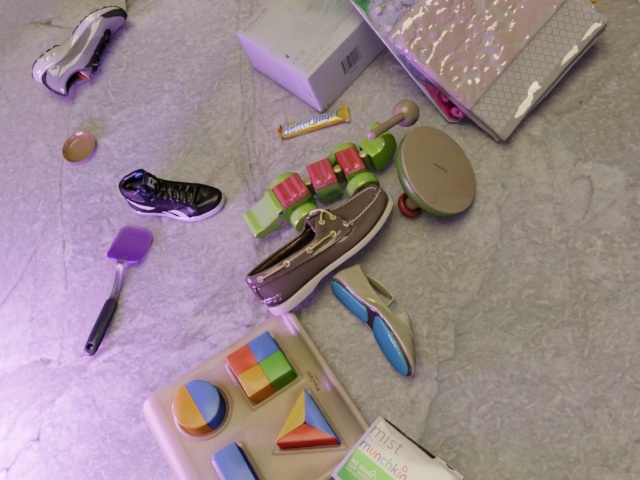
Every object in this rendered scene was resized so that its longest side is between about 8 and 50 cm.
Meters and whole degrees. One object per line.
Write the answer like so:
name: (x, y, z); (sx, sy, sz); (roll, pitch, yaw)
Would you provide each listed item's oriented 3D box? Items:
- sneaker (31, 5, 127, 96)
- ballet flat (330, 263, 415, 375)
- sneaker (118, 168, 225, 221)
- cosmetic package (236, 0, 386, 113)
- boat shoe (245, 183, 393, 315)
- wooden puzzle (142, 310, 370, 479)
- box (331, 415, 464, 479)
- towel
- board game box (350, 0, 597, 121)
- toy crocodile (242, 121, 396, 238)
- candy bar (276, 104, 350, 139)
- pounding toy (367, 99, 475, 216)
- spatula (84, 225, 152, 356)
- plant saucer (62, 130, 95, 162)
sneaker: (-0.556, -0.451, 1.957); (0.108, 0.100, 0.271); (41, 77, 3)
ballet flat: (0.116, 0.137, 1.500); (0.086, 0.086, 0.248); (-38, 61, -4)
sneaker: (-0.317, -0.098, 1.698); (0.217, 0.121, 0.079); (-1, 66, 15)
cosmetic package: (-0.017, -0.439, 1.770); (0.225, 0.138, 0.224); (37, 79, 28)
boat shoe: (0.000, 0.000, 1.560); (0.324, 0.097, 0.116); (-42, 21, -4)
wooden puzzle: (-0.126, 0.326, 1.470); (0.348, 0.080, 0.322); (-35, 62, -2)
box: (0.173, 0.416, 1.261); (0.262, 0.231, 0.127); (36, 79, 26)
towel: (0.348, -0.409, 1.584); (0.317, 0.053, 0.332); (42, 91, -9)
board game box: (0.292, -0.502, 1.618); (0.390, 0.050, 0.390); (-41, 99, 1)
toy crocodile: (0.000, -0.115, 1.629); (0.340, 0.105, 0.115); (-28, 61, 1)
candy bar: (-0.015, -0.250, 1.747); (0.161, 0.018, 0.040); (-15, 62, 7)
pounding toy: (0.179, -0.136, 1.581); (0.237, 0.110, 0.183); (50, 49, -6)
spatula: (-0.424, 0.099, 1.685); (0.084, 0.030, 0.296); (8, 68, 16)
plant saucer: (-0.550, -0.211, 1.875); (0.083, 0.015, 0.083); (-6, 64, 13)
